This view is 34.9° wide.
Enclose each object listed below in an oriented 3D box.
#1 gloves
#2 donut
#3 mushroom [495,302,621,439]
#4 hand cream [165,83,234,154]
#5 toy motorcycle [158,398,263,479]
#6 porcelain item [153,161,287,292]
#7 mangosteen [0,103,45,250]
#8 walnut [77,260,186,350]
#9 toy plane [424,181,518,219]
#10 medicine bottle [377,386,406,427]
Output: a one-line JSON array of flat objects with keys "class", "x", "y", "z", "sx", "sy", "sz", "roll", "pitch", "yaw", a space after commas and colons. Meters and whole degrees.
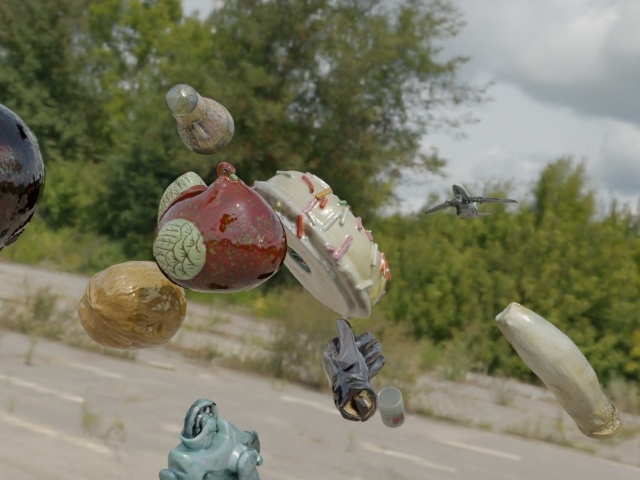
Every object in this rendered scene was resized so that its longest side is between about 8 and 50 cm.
[{"class": "gloves", "x": 0.061, "y": 0.250, "z": 2.003, "sx": 0.119, "sy": 0.142, "sz": 0.285, "roll": -11, "pitch": 20, "yaw": 12}, {"class": "donut", "x": 0.000, "y": 0.000, "z": 2.177, "sx": 0.382, "sy": 0.142, "sz": 0.382, "roll": 46, "pitch": -12, "yaw": 13}, {"class": "mushroom", "x": 0.465, "y": 0.256, "z": 1.978, "sx": 0.351, "sy": 0.095, "sz": 0.123, "roll": 50, "pitch": -19, "yaw": -20}, {"class": "hand cream", "x": -0.179, "y": -0.182, "z": 1.466, "sx": 0.084, "sy": 0.084, "sz": 0.203, "roll": 11, "pitch": -6, "yaw": 4}, {"class": "toy motorcycle", "x": -0.201, "y": 0.416, "z": 1.866, "sx": 0.154, "sy": 0.206, "sz": 0.260, "roll": 15, "pitch": -20, "yaw": 32}, {"class": "porcelain item", "x": -0.178, "y": -0.028, "z": 1.813, "sx": 0.253, "sy": 0.253, "sz": 0.253, "roll": 11, "pitch": -2, "yaw": 0}, {"class": "mangosteen", "x": -0.558, "y": -0.100, "z": 1.512, "sx": 0.288, "sy": 0.288, "sz": 0.288, "roll": 11, "pitch": -2, "yaw": 0}, {"class": "walnut", "x": -0.378, "y": 0.131, "z": 2.047, "sx": 0.193, "sy": 0.193, "sz": 0.225, "roll": 10, "pitch": 5, "yaw": 41}, {"class": "toy plane", "x": 0.341, "y": -0.088, "z": 2.379, "sx": 0.226, "sy": 0.058, "sz": 0.226, "roll": -7, "pitch": -11, "yaw": 20}, {"class": "medicine bottle", "x": 0.161, "y": 0.379, "z": 2.311, "sx": 0.058, "sy": 0.058, "sz": 0.091, "roll": 11, "pitch": -37, "yaw": 21}]
